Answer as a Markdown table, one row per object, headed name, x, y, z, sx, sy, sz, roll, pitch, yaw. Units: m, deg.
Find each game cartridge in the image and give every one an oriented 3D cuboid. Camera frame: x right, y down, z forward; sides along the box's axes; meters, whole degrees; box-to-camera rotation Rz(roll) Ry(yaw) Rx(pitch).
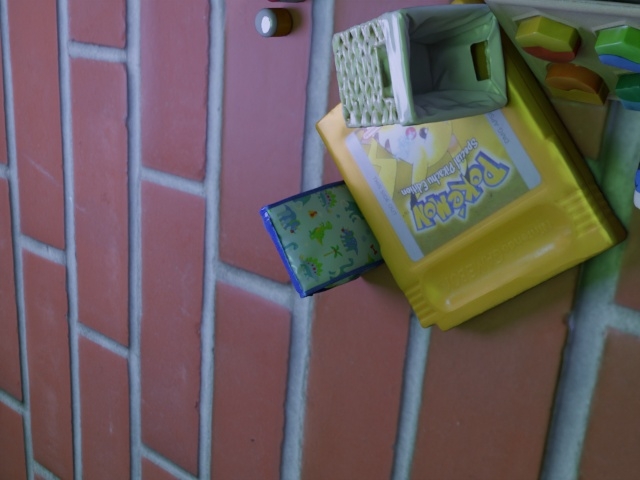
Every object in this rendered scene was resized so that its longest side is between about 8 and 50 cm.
| name | x | y | z | sx | sy | sz | roll | pitch | yaw |
| --- | --- | --- | --- | --- | --- | --- | --- | --- | --- |
| game cartridge | 0.159 | -0.077 | 0.953 | 0.285 | 0.053 | 0.323 | -36 | 76 | 41 |

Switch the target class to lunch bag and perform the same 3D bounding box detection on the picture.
| name | x | y | z | sx | sy | sz | roll | pitch | yaw |
| --- | --- | --- | --- | --- | --- | --- | --- | --- | --- |
| lunch bag | 0.000 | 0.000 | 1.046 | 0.096 | 0.151 | 0.128 | -32 | 81 | 41 |

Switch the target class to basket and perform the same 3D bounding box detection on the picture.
| name | x | y | z | sx | sy | sz | roll | pitch | yaw |
| --- | --- | --- | --- | --- | --- | --- | --- | --- | --- |
| basket | 0.103 | -0.180 | 0.833 | 0.103 | 0.167 | 0.113 | 1 | 103 | 46 |

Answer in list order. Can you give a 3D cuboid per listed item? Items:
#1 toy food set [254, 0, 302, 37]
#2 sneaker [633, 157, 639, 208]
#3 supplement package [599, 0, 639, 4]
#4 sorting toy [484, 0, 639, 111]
| name | x | y | z | sx | sy | sz | roll | pitch | yaw |
| --- | --- | --- | --- | --- | --- | --- | --- | --- | --- |
| toy food set | -0.100 | -0.389 | 1.057 | 0.111 | 0.105 | 0.232 | -13 | 93 | 43 |
| sneaker | 0.377 | -0.063 | 0.760 | 0.152 | 0.058 | 0.084 | 17 | 121 | 44 |
| supplement package | 0.235 | -0.290 | 0.710 | 0.262 | 0.204 | 0.145 | 22 | 104 | 35 |
| sorting toy | 0.263 | -0.168 | 0.749 | 0.208 | 0.193 | 0.038 | 25 | 88 | 36 |
